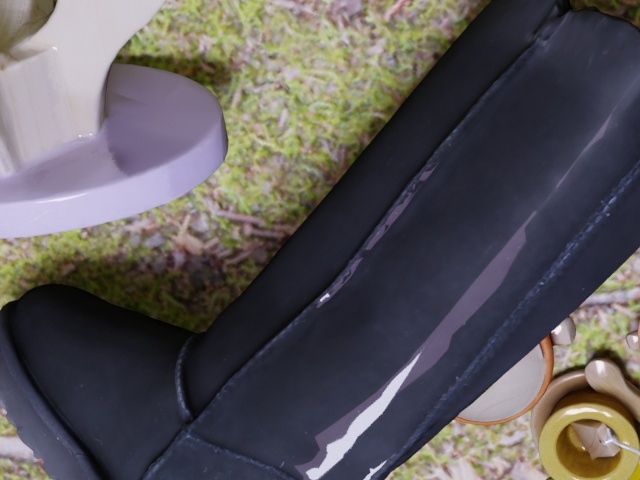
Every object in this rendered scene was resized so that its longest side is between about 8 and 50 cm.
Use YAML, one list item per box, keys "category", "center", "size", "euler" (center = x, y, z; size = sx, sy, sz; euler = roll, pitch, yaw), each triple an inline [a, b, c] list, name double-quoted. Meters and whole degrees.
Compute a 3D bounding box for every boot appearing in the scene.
- category: "boot"
  center: [0.001, 0.001, 1.102]
  size: [0.146, 0.367, 0.445]
  euler: [30, 103, -43]

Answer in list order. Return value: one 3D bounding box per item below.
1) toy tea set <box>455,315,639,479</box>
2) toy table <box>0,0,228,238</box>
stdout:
- category: "toy tea set"
  center: [0.203, 0.035, 1.109]
  size: [0.200, 0.124, 0.336]
  euler: [37, 114, -3]
- category: "toy table"
  center: [-0.205, -0.113, 1.093]
  size: [0.274, 0.252, 0.161]
  euler: [-7, 126, 2]
